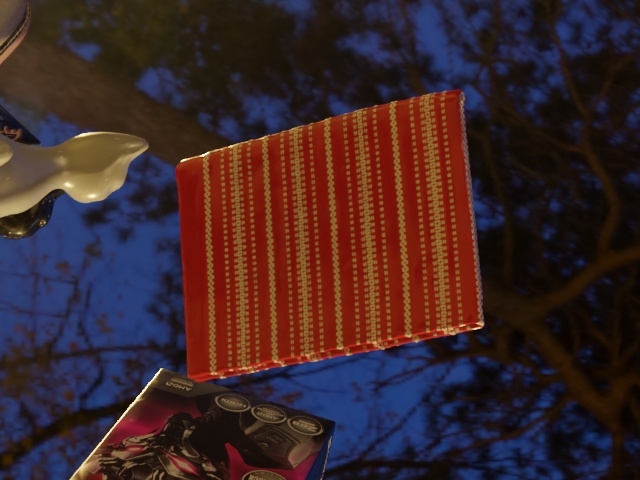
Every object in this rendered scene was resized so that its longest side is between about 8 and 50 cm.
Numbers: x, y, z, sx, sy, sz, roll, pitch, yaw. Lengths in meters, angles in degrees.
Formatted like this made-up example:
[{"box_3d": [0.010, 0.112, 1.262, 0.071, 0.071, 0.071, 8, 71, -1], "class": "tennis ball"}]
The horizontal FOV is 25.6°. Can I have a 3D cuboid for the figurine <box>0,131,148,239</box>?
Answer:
[{"box_3d": [-0.276, -0.045, 1.198, 0.215, 0.209, 0.092, -20, -98, 47], "class": "figurine"}]

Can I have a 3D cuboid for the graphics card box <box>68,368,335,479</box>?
[{"box_3d": [-0.141, 0.285, 1.548, 0.233, 0.371, 0.094, 16, -67, 10], "class": "graphics card box"}]

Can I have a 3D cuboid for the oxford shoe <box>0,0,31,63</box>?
[{"box_3d": [-0.422, -0.217, 1.366, 0.140, 0.397, 0.146, 41, -50, 12], "class": "oxford shoe"}]

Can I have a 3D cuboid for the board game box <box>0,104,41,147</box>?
[{"box_3d": [-0.485, -0.132, 1.696, 0.165, 0.243, 0.042, 39, -57, 38], "class": "board game box"}]

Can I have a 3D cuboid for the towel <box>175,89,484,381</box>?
[{"box_3d": [0.000, 0.000, 1.140, 0.275, 0.031, 0.198, -12, -107, 27], "class": "towel"}]
